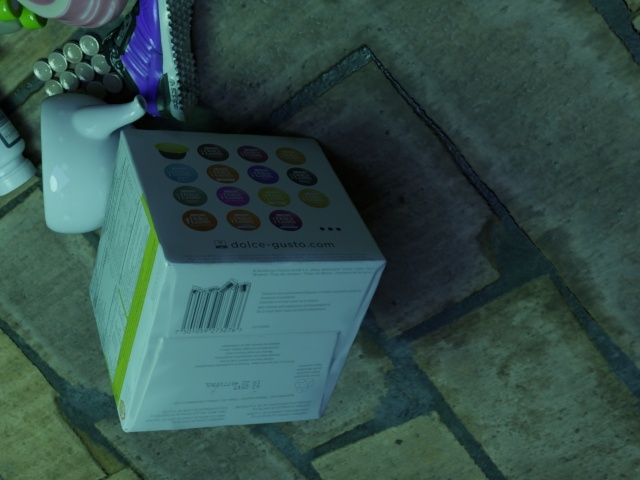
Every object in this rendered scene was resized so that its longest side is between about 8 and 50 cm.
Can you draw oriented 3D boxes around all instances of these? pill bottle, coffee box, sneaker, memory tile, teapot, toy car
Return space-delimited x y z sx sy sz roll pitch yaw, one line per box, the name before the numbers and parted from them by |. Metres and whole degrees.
pill bottle | -0.587 -0.173 1.918 0.108 0.108 0.180 -23 110 28
coffee box | -0.151 0.056 1.713 0.337 0.334 0.338 1 128 -24
sneaker | -0.283 -0.328 1.733 0.146 0.102 0.293 8 122 14
memory tile | -0.413 -0.281 1.857 0.148 0.012 0.113 -21 112 28
teapot | -0.371 -0.127 1.828 0.187 0.256 0.252 -2 102 -14
toy car | -0.547 -0.435 1.764 0.155 0.149 0.188 -4 90 17

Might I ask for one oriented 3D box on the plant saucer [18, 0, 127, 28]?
plant saucer | -0.410 -0.452 1.568 0.332 0.084 0.332 33 143 29
